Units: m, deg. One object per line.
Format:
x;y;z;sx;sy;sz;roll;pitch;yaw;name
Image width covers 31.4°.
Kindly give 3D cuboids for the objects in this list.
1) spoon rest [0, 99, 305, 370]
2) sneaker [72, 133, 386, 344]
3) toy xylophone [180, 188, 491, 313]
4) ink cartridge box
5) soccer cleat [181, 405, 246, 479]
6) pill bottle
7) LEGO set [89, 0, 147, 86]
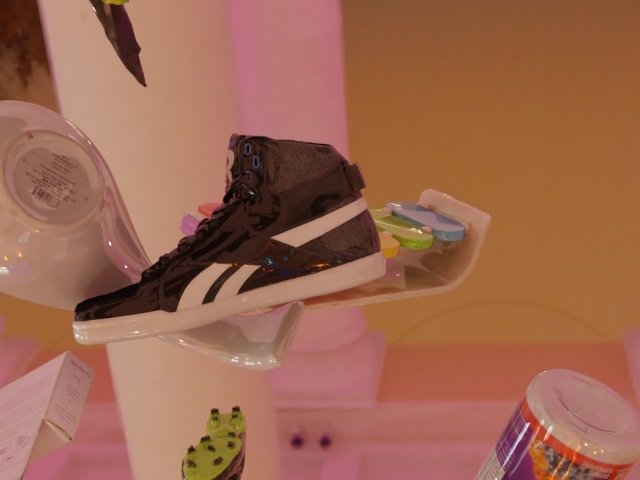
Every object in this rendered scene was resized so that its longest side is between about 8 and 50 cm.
-0.146;0.008;0.790;0.084;0.276;0.137;-33;-152;50;spoon rest
-0.072;-0.008;0.777;0.216;0.121;0.079;-14;180;-11;sneaker
0.000;0.000;1.173;0.322;0.081;0.236;-10;-158;-39;toy xylophone
-0.434;0.293;1.498;0.275;0.060;0.239;-29;-148;26;ink cartridge box
-0.104;0.232;1.190;0.060;0.072;0.179;-5;-170;6;soccer cleat
0.192;0.217;0.994;0.108;0.193;0.108;18;-153;-10;pill bottle
-0.125;-0.188;0.238;0.192;0.331;0.255;-23;-177;33;LEGO set
